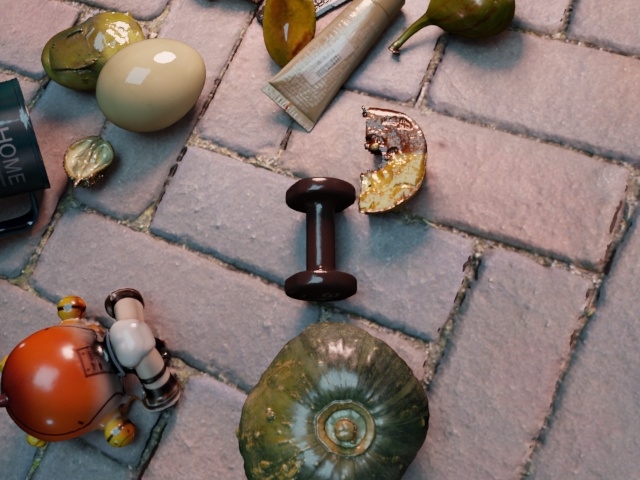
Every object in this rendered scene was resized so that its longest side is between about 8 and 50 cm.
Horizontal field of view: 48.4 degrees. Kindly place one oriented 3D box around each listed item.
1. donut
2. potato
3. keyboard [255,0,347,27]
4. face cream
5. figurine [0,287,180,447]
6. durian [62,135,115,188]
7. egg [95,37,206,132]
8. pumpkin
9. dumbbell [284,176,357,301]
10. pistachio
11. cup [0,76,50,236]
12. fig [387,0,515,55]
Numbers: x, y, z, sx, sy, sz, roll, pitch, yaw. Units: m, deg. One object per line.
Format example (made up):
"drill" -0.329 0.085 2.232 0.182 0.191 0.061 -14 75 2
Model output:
"donut" 0.140 -0.143 1.381 0.141 0.085 0.217 5 76 16
"potato" -0.517 -0.426 1.612 0.248 0.143 0.169 -8 46 18
"keyboard" -0.017 -0.538 1.579 0.262 0.016 0.106 -30 68 5
"face cream" 0.037 -0.399 1.490 0.137 0.084 0.341 41 90 -4
"figurine" -0.461 0.254 1.363 0.323 0.196 0.320 -27 75 -5
"durian" -0.508 -0.159 1.568 0.110 0.071 0.140 8 60 11
"egg" -0.360 -0.332 1.520 0.242 0.186 0.186 -30 68 -6
"pumpkin" 0.011 0.308 1.186 0.328 0.257 0.291 -43 80 -8
"dumbbell" 0.000 0.000 1.346 0.124 0.140 0.225 8 72 -26
"pistachio" -0.070 -0.464 1.520 0.110 0.100 0.189 12 116 34
"cup" -0.752 -0.171 1.518 0.292 0.308 0.242 -16 51 -20
"fig" 0.263 -0.456 1.445 0.259 0.151 0.151 -19 67 38
